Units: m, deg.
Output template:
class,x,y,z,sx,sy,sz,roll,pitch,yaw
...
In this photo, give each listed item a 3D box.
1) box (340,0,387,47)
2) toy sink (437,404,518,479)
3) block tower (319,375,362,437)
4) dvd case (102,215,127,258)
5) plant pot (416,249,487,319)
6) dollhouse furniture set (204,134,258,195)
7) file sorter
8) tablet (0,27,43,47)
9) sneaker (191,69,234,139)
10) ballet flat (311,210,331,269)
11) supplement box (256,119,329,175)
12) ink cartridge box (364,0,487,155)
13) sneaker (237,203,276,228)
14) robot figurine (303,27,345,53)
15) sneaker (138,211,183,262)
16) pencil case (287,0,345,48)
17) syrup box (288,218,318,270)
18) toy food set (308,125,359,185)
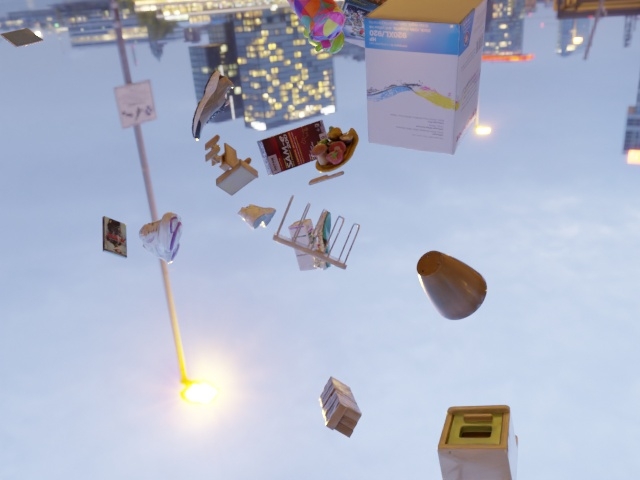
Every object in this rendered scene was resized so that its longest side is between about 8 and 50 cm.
class,x,y,z,sx,sy,sz,roll,pitch,yaw
box,0.170,-0.669,1.809,0.232,0.159,0.044,16,-124,-9
toy sink,0.371,0.467,1.360,0.152,0.131,0.234,-8,-169,23
block tower,0.065,0.570,2.019,0.097,0.091,0.335,31,180,-3
dvd case,-0.632,-0.009,1.797,0.013,0.120,0.087,-22,152,26
plant pot,0.495,0.155,2.326,0.237,0.254,0.237,-29,-140,28
dollhouse furniture set,-0.381,-0.348,2.612,0.161,0.212,0.242,-33,-133,24
file sorter,-0.013,-0.033,2.114,0.277,0.173,0.193,23,-177,-5
tablet,-0.707,-0.480,1.387,0.054,0.006,0.083,37,-143,3
sneaker,-0.417,-0.508,2.240,0.107,0.272,0.100,24,-177,-16
ballet flat,0.000,0.000,2.360,0.077,0.241,0.091,1,-179,21
supplement box,-0.089,-0.328,2.066,0.239,0.130,0.073,-23,-168,-17
ink cartridge box,0.187,-0.300,1.048,0.168,0.233,0.171,13,-140,24
sneaker,-0.155,-0.068,1.453,0.061,0.054,0.152,34,-169,10
robot figurine,0.014,-0.548,1.572,0.115,0.067,0.101,25,-138,-7
sneaker,-0.564,-0.015,2.035,0.152,0.305,0.114,24,-120,-6
pencil case,-0.033,-0.589,1.437,0.104,0.104,0.237,-18,-113,-29
syrup box,-0.073,0.021,2.873,0.096,0.237,0.093,-8,-166,22
toy food set,0.030,-0.266,1.694,0.128,0.071,0.218,-9,-138,32
